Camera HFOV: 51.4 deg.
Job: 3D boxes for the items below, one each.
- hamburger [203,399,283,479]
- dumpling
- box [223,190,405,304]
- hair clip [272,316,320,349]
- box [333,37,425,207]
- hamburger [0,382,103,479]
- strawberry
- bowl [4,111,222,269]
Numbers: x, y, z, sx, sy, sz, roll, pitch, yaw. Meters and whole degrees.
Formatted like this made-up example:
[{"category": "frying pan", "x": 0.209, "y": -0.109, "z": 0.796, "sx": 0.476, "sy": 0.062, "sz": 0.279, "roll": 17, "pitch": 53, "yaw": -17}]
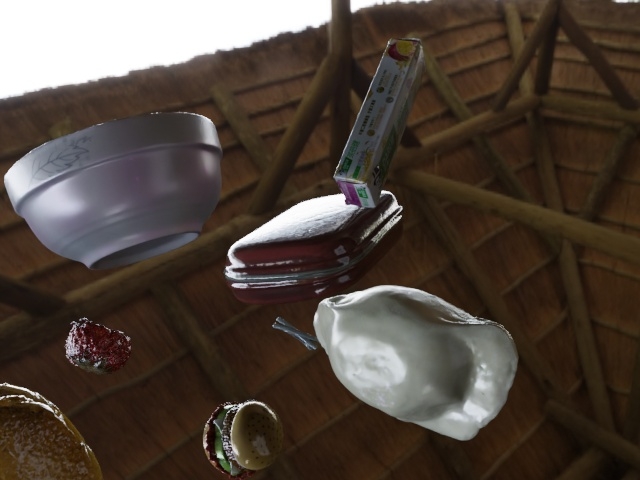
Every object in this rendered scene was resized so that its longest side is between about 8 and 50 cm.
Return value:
[{"category": "hamburger", "x": -0.155, "y": 0.426, "z": 1.441, "sx": 0.137, "sy": 0.175, "sz": 0.175, "roll": -23, "pitch": -167, "yaw": 36}, {"category": "dumpling", "x": 0.092, "y": 0.131, "z": 0.739, "sx": 0.250, "sy": 0.162, "sz": 0.132, "roll": 9, "pitch": -161, "yaw": 34}, {"category": "box", "x": 0.000, "y": 0.000, "z": 1.200, "sx": 0.263, "sy": 0.108, "sz": 0.404, "roll": -7, "pitch": -165, "yaw": 24}, {"category": "hair clip", "x": -0.056, "y": 0.218, "z": 1.533, "sx": 0.115, "sy": 0.039, "sz": 0.030, "roll": 31, "pitch": -130, "yaw": 6}, {"category": "box", "x": 0.071, "y": -0.135, "z": 0.747, "sx": 0.041, "sy": 0.050, "sz": 0.207, "roll": 12, "pitch": -116, "yaw": 22}, {"category": "hamburger", "x": -0.475, "y": 0.360, "z": 0.943, "sx": 0.290, "sy": 0.314, "sz": 0.170, "roll": -35, "pitch": -163, "yaw": -32}, {"category": "strawberry", "x": -0.480, "y": 0.236, "z": 1.431, "sx": 0.145, "sy": 0.145, "sz": 0.086, "roll": 5, "pitch": -121, "yaw": 16}, {"category": "bowl", "x": -0.260, "y": -0.052, "z": 0.908, "sx": 0.287, "sy": 0.143, "sz": 0.287, "roll": -18, "pitch": 175, "yaw": -2}]
